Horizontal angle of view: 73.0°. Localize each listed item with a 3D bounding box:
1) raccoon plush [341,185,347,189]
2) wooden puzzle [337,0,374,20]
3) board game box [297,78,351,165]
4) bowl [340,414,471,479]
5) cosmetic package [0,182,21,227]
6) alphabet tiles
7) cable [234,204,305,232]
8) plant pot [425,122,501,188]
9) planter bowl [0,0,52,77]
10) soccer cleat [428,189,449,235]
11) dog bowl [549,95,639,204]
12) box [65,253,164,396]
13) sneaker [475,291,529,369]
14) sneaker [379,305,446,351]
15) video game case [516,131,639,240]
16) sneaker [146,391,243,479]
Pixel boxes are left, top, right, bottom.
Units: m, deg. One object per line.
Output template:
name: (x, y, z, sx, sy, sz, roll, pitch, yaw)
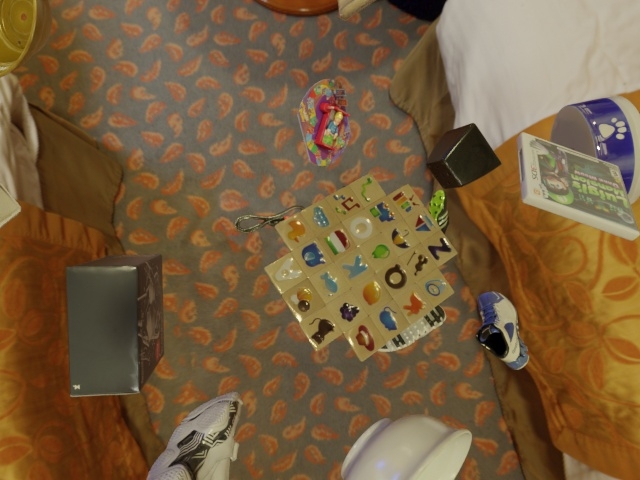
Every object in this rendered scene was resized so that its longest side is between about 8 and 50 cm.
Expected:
raccoon plush: (0.155, 0.031, 1.489, 0.216, 0.299, 0.447, -29, 83, -2)
wooden puzzle: (0.106, -0.505, 0.520, 0.322, 0.080, 0.348, -16, 80, 39)
board game box: (0.022, -0.227, 0.855, 0.033, 0.169, 0.133, 21, 51, 39)
bowl: (0.131, 0.425, 0.786, 0.134, 0.298, 0.298, 34, 79, 37)
cosmetic package: (-0.345, 0.029, 0.230, 0.309, 0.160, 0.113, -18, 118, 22)
alphabet tiles: (0.084, 0.037, 0.803, 0.342, 0.011, 0.285, -31, 81, -20)
cable: (-0.159, -0.069, 1.555, 0.287, 0.072, 0.140, 8, 100, -11)
plant pot: (0.509, -0.292, 1.601, 0.167, 0.187, 0.188, -43, 103, -9)
planter bowl: (-0.484, -0.350, 0.657, 0.217, 0.090, 0.217, 3, 103, 14)
soccer cleat: (0.397, -0.081, 1.433, 0.072, 0.060, 0.179, -9, 112, -32)
dog bowl: (0.651, -0.201, 1.034, 0.104, 0.265, 0.265, -8, 80, 9)
box: (-0.577, 0.224, 1.256, 0.178, 0.312, 0.344, 0, 94, -8)
sneaker: (0.684, 0.330, 1.683, 0.182, 0.127, 0.316, 24, 42, -35)
sneaker: (0.328, 0.340, 1.612, 0.292, 0.118, 0.110, -23, 63, -4)
video game case: (0.428, -0.097, 0.730, 0.190, 0.022, 0.173, 19, 51, -2)
sneaker: (-0.236, 0.505, 0.911, 0.137, 0.366, 0.210, -21, 104, 21)
